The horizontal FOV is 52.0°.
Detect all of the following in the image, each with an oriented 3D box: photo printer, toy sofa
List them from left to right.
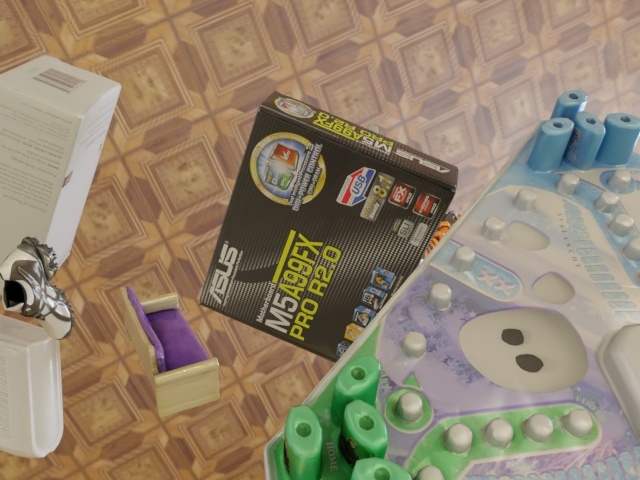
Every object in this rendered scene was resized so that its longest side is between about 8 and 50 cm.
[{"bbox_3d":[-0.703,0.335,1.485,0.107,0.256,0.307,-26,123,-61],"label":"photo printer"},{"bbox_3d":[-0.375,0.243,1.607,0.150,0.362,0.177,-11,117,-25],"label":"toy sofa"}]

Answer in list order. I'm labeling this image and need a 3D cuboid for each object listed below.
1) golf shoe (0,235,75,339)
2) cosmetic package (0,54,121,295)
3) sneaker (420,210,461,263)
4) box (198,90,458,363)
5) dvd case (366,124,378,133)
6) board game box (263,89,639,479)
[{"bbox_3d":[-0.443,0.091,1.006,0.094,0.077,0.198,-48,146,-43],"label":"golf shoe"},{"bbox_3d":[-0.507,-0.109,1.169,0.156,0.217,0.385,21,116,-8],"label":"cosmetic package"},{"bbox_3d":[0.122,0.012,0.966,0.321,0.124,0.180,40,51,-38],"label":"sneaker"},{"bbox_3d":[0.000,0.000,0.736,0.216,0.060,0.270,23,121,0],"label":"box"},{"bbox_3d":[0.082,-0.051,1.105,0.022,0.253,0.180,3,131,-1],"label":"dvd case"},{"bbox_3d":[0.235,0.085,0.363,0.390,0.390,0.050,-44,154,-35],"label":"board game box"}]
